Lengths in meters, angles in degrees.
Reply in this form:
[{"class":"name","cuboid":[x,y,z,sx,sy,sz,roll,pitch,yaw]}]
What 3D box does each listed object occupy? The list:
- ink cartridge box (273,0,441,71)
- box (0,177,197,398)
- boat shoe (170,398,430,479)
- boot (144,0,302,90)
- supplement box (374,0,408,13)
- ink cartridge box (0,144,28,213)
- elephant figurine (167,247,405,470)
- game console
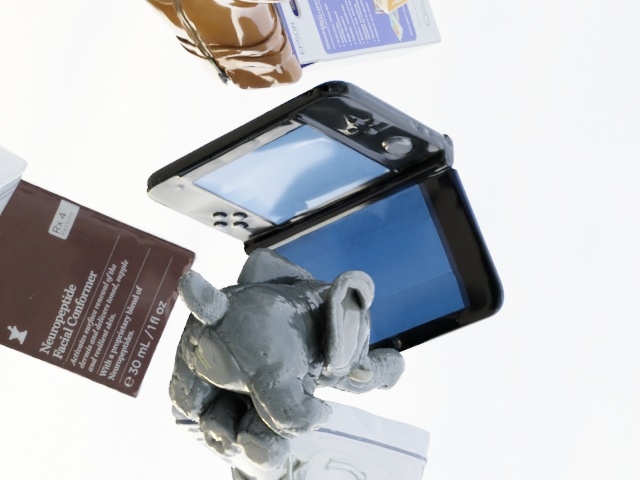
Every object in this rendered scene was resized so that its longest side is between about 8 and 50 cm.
[{"class":"ink cartridge box","cuboid":[0.015,-0.290,2.186,0.069,0.371,0.176,-19,-90,28]},{"class":"box","cuboid":[-0.355,0.023,2.215,0.143,0.381,0.191,-163,-85,-79]},{"class":"boat shoe","cuboid":[-0.022,0.243,1.933,0.136,0.367,0.156,0,-103,35]},{"class":"boot","cuboid":[-0.075,-0.226,1.897,0.283,0.220,0.109,13,-123,41]},{"class":"supplement box","cuboid":[0.065,-0.177,1.052,0.098,0.062,0.036,-33,-119,-14]},{"class":"ink cartridge box","cuboid":[-0.450,0.004,1.789,0.306,0.226,0.131,-58,-178,15]},{"class":"elephant figurine","cuboid":[-0.019,0.082,1.717,0.239,0.169,0.186,-39,166,-41]},{"class":"game console","cuboid":[0.000,0.000,1.929,0.293,0.250,0.173,-25,-127,38]}]
